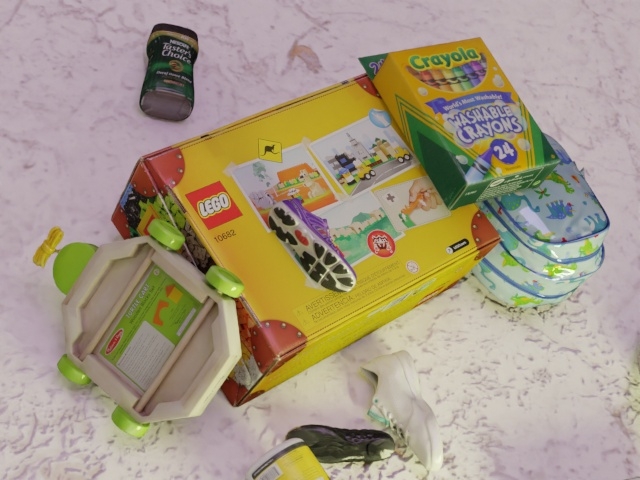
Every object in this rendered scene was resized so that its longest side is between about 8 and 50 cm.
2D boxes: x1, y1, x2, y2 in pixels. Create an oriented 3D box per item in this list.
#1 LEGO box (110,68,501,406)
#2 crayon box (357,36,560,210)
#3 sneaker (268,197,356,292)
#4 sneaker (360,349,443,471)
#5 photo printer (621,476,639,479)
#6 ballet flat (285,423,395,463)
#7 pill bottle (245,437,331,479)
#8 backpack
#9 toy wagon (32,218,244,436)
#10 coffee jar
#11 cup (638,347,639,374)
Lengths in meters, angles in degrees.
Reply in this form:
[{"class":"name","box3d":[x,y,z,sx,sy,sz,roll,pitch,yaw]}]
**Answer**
[{"class":"LEGO box","box3d":[-0.017,-0.020,1.877,0.500,0.193,0.372,-25,74,-35]},{"class":"crayon box","box3d":[0.228,-0.220,1.936,0.203,0.083,0.323,-15,64,-31]},{"class":"sneaker","box3d":[0.000,0.000,1.710,0.071,0.068,0.170,-31,77,-42]},{"class":"sneaker","box3d":[0.123,0.274,1.822,0.094,0.080,0.212,-10,51,-15]},{"class":"photo printer","box3d":[0.477,0.491,1.769,0.307,0.107,0.256,-6,57,-25]},{"class":"ballet flat","box3d":[0.029,0.312,1.773,0.173,0.049,0.057,8,87,-13]},{"class":"pill bottle","box3d":[-0.019,0.381,1.652,0.103,0.103,0.184,-23,66,-34]},{"class":"backpack","box3d":[0.347,-0.052,2.063,0.290,0.273,0.356,-8,72,-34]},{"class":"toy wagon","box3d":[-0.272,0.101,1.677,0.344,0.267,0.068,38,9,21]},{"class":"coffee jar","box3d":[-0.270,-0.307,2.091,0.096,0.079,0.184,11,51,-15]},{"class":"cup","box3d":[0.751,0.221,1.985,0.237,0.331,0.331,46,46,-19]}]
